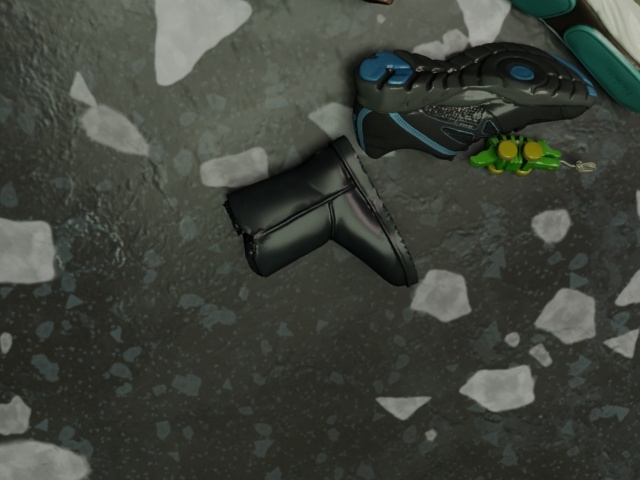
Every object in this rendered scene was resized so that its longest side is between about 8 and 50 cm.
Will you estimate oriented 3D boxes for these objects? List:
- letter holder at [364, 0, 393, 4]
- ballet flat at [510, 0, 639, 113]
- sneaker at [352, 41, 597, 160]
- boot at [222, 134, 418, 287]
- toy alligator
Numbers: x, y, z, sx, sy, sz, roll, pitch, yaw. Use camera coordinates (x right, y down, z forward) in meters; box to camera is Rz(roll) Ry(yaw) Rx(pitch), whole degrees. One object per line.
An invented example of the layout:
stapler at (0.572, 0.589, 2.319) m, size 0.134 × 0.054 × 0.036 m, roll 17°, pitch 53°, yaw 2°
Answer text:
letter holder at (0.021, -0.465, 0.972) m, size 0.214 × 0.152 × 0.302 m, roll 14°, pitch 106°, yaw -8°
ballet flat at (0.350, -0.334, 1.074) m, size 0.400 × 0.139 × 0.139 m, roll 36°, pitch 101°, yaw -20°
sneaker at (0.208, -0.188, 1.117) m, size 0.340 × 0.125 × 0.140 m, roll -1°, pitch 133°, yaw -7°
boot at (0.000, 0.000, 1.146) m, size 0.207 × 0.094 × 0.247 m, roll -30°, pitch 102°, yaw 0°
toy alligator at (0.305, -0.128, 1.165) m, size 0.189 × 0.056 × 0.051 m, roll 1°, pitch 67°, yaw -7°
